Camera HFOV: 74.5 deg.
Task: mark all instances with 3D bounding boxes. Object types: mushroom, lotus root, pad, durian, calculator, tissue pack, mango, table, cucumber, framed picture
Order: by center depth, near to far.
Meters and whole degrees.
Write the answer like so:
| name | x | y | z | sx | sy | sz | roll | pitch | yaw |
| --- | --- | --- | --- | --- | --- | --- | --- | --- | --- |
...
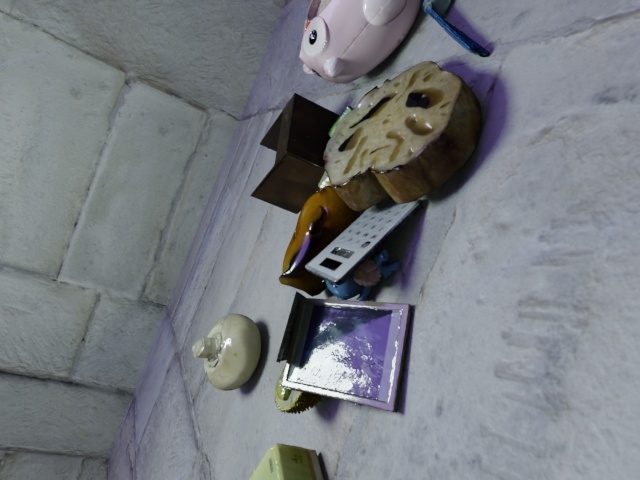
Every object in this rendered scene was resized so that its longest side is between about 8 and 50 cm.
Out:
| name | x | y | z | sx | sy | sz | roll | pitch | yaw |
| --- | --- | --- | --- | --- | --- | --- | --- | --- | --- |
| tissue pack | -0.061 | 0.555 | 0.831 | 0.159 | 0.125 | 0.234 | -59 | 27 | 19 |
| framed picture | 0.047 | 0.223 | 0.872 | 0.281 | 0.019 | 0.209 | -5 | 64 | 37 |
| calculator | 0.089 | -0.005 | 0.921 | 0.262 | 0.021 | 0.161 | -42 | 24 | -16 |
| lotus root | 0.169 | -0.242 | 0.937 | 0.390 | 0.111 | 0.375 | 8 | 68 | 55 |
| durian | -0.022 | 0.312 | 0.983 | 0.208 | 0.102 | 0.146 | -50 | 25 | -14 |
| pad | -0.056 | 0.216 | 1.031 | 0.265 | 0.009 | 0.159 | 65 | -142 | -75 |
| mango | 0.000 | 0.000 | 1.076 | 0.287 | 0.153 | 0.201 | -67 | 17 | 2 |
| cucumber | 0.091 | -0.320 | 1.245 | 0.115 | 0.062 | 0.116 | -52 | 49 | 34 |
| mushroom | -0.304 | 0.356 | 1.355 | 0.246 | 0.202 | 0.246 | -23 | 61 | 48 |
| table | -0.078 | -0.274 | 1.393 | 0.282 | 0.196 | 0.250 | -38 | 41 | 50 |

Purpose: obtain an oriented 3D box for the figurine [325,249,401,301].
| name | x | y | z | sx | sy | sz | roll | pitch | yaw |
| --- | --- | --- | --- | --- | --- | --- | --- | --- | --- |
| figurine | 0.095 | 0.059 | 0.941 | 0.178 | 0.114 | 0.144 | -24 | 27 | 40 |

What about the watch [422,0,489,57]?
| name | x | y | z | sx | sy | sz | roll | pitch | yaw |
| --- | --- | --- | --- | --- | --- | --- | --- | --- | --- |
| watch | 0.334 | -0.543 | 0.959 | 0.276 | 0.068 | 0.274 | -65 | 31 | 8 |

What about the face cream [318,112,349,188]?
| name | x | y | z | sx | sy | sz | roll | pitch | yaw |
| --- | --- | --- | --- | --- | --- | --- | --- | --- | --- |
| face cream | 0.073 | -0.237 | 1.191 | 0.224 | 0.114 | 0.070 | -60 | -14 | 24 |

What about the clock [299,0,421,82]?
| name | x | y | z | sx | sy | sz | roll | pitch | yaw |
| --- | --- | --- | --- | --- | --- | --- | --- | --- | --- |
| clock | 0.107 | -0.642 | 1.238 | 0.376 | 0.251 | 0.368 | -57 | 29 | 9 |
